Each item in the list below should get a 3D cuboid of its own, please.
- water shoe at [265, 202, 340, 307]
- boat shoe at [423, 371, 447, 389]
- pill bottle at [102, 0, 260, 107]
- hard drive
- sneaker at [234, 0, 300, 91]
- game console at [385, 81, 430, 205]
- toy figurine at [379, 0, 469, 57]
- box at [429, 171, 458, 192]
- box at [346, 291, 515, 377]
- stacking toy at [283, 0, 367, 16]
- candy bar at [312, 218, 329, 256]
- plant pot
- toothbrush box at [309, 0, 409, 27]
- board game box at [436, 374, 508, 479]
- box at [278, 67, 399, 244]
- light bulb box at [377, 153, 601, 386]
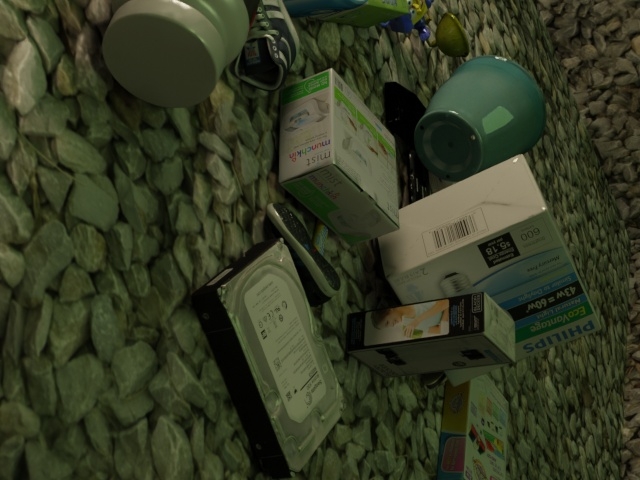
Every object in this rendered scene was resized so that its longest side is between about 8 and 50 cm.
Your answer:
[{"bbox_3d":[-0.050,0.028,1.714,0.203,0.080,0.073,55,23,12],"label":"water shoe"},{"bbox_3d":[0.269,0.307,2.184,0.137,0.049,0.043,-40,116,-63],"label":"boat shoe"},{"bbox_3d":[-0.195,-0.385,1.479,0.210,0.210,0.362,51,38,-38],"label":"pill bottle"},{"bbox_3d":[-0.074,0.191,1.607,0.237,0.064,0.338,-40,114,-58],"label":"hard drive"},{"bbox_3d":[-0.127,-0.396,1.719,0.282,0.099,0.153,58,32,-36],"label":"sneaker"},{"bbox_3d":[0.222,-0.193,2.312,0.213,0.044,0.361,33,49,-51],"label":"game console"},{"bbox_3d":[0.214,-0.574,2.412,0.217,0.191,0.362,-41,126,-25],"label":"toy figurine"},{"bbox_3d":[0.370,-0.181,2.545,0.324,0.063,0.067,-18,96,-61],"label":"box"},{"bbox_3d":[0.216,0.190,1.887,0.169,0.290,0.087,41,46,-50],"label":"box"},{"bbox_3d":[-0.010,-0.601,1.898,0.175,0.166,0.301,-17,103,-61],"label":"stacking toy"},{"bbox_3d":[0.000,0.000,1.863,0.040,0.018,0.161,50,38,-39],"label":"candy bar"},{"bbox_3d":[0.359,-0.271,2.302,0.255,0.272,0.271,-38,113,-43],"label":"plant pot"},{"bbox_3d":[0.069,-0.591,2.122,0.283,0.122,0.206,-15,92,-62],"label":"toothbrush box"},{"bbox_3d":[0.362,0.465,2.263,0.242,0.064,0.316,50,39,-39],"label":"board game box"},{"bbox_3d":[0.042,-0.157,1.870,0.262,0.127,0.231,40,41,-48],"label":"box"},{"bbox_3d":[0.357,0.071,2.073,0.361,0.358,0.225,56,17,-32],"label":"light bulb box"}]
